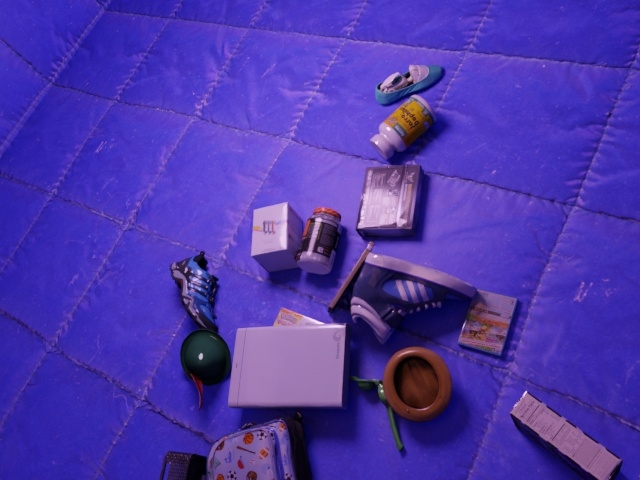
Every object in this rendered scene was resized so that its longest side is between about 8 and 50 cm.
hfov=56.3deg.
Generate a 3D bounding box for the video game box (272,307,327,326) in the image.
[{"bbox_3d":[-0.066,0.316,1.766,0.205,0.048,0.187,16,70,30],"label":"video game box"}]

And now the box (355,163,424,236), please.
[{"bbox_3d":[0.218,-0.125,1.868,0.183,0.056,0.231,0,64,24],"label":"box"}]

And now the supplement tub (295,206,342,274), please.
[{"bbox_3d":[0.000,0.000,1.863,0.117,0.117,0.190,5,66,26],"label":"supplement tub"}]

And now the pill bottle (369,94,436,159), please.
[{"bbox_3d":[0.264,-0.363,1.938,0.208,0.117,0.117,-42,55,-1],"label":"pill bottle"}]

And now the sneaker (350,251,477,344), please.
[{"bbox_3d":[0.244,0.184,1.656,0.322,0.130,0.236,17,93,4],"label":"sneaker"}]

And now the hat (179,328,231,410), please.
[{"bbox_3d":[-0.376,0.364,1.769,0.208,0.183,0.173,18,95,20],"label":"hat"}]

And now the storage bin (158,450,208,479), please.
[{"bbox_3d":[-0.352,0.652,1.633,0.084,0.180,0.122,-3,63,24],"label":"storage bin"}]

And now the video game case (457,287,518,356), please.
[{"bbox_3d":[0.450,0.218,1.603,0.119,0.015,0.166,13,70,29],"label":"video game case"}]

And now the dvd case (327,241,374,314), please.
[{"bbox_3d":[0.088,0.113,1.740,0.018,0.164,0.221,32,79,7],"label":"dvd case"}]

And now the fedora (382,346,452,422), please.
[{"bbox_3d":[0.258,0.378,1.565,0.194,0.079,0.194,-8,67,18],"label":"fedora"}]

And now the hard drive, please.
[{"bbox_3d":[-0.089,0.358,1.699,0.353,0.047,0.233,-6,64,22],"label":"hard drive"}]

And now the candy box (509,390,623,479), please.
[{"bbox_3d":[0.548,0.453,1.345,0.233,0.159,0.071,36,81,35],"label":"candy box"}]

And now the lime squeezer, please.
[{"bbox_3d":[0.136,0.421,1.625,0.310,0.059,0.110,37,113,33],"label":"lime squeezer"}]

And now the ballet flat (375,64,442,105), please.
[{"bbox_3d":[0.298,-0.546,2.039,0.247,0.087,0.083,-25,56,10],"label":"ballet flat"}]

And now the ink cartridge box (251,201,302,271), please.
[{"bbox_3d":[-0.137,-0.010,1.923,0.127,0.128,0.176,-11,59,19],"label":"ink cartridge box"}]

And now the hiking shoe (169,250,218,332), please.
[{"bbox_3d":[-0.389,0.167,1.955,0.132,0.113,0.304,-29,62,-6],"label":"hiking shoe"}]

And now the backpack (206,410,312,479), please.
[{"bbox_3d":[-0.171,0.608,1.570,0.263,0.213,0.276,-23,59,24],"label":"backpack"}]
